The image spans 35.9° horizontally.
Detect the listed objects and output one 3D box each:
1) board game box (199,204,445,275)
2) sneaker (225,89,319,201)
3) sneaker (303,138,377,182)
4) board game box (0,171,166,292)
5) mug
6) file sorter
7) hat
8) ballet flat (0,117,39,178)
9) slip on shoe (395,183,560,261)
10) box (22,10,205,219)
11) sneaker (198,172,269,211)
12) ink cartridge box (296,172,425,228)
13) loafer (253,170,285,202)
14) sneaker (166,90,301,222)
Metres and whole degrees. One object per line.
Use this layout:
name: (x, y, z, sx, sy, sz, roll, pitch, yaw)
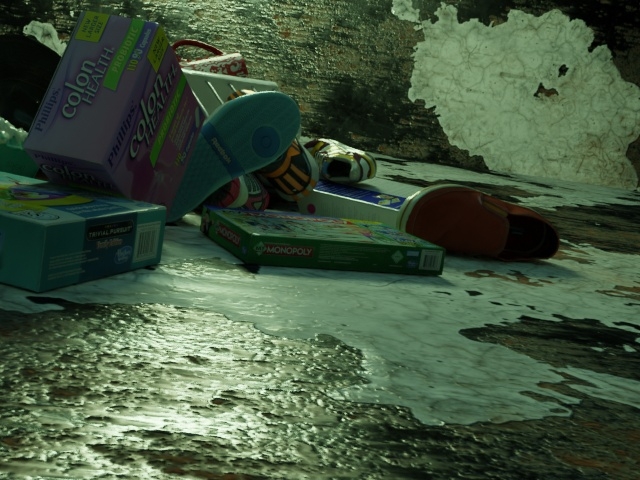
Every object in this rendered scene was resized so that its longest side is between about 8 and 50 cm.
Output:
board game box: (0.000, 0.000, 1.507, 0.317, 0.046, 0.213, 4, 11, -26)
sneaker: (-0.125, -0.222, 1.878, 0.180, 0.124, 0.321, 41, 7, -49)
sneaker: (0.017, -0.156, 1.935, 0.185, 0.069, 0.084, 15, 21, 38)
board game box: (-0.397, -0.028, 1.194, 0.336, 0.079, 0.254, 13, 10, 19)
mug: (-0.260, -0.383, 2.249, 0.169, 0.150, 0.113, -17, 23, -19)
file sorter: (-0.210, -0.241, 2.207, 0.278, 0.193, 0.173, 0, 44, -43)
hat: (-0.563, -0.225, 1.905, 0.331, 0.331, 0.134, 12, 51, 17)
ballet flat: (-0.546, -0.149, 1.447, 0.147, 0.147, 0.409, 10, -4, 6)
slip on shoe: (0.279, -0.023, 1.714, 0.331, 0.123, 0.101, 9, 12, -29)
box: (-0.271, -0.151, 1.357, 0.117, 0.213, 0.243, 12, -21, 14)
sneaker: (-0.207, -0.119, 1.837, 0.112, 0.121, 0.299, 22, 13, -40)
ink cartridge box: (0.095, -0.073, 1.895, 0.371, 0.069, 0.176, 18, 24, 33)
loafer: (-0.088, -0.110, 2.020, 0.303, 0.095, 0.109, -4, 47, -40)
sneaker: (-0.198, -0.154, 1.664, 0.319, 0.127, 0.208, -33, 20, -18)
